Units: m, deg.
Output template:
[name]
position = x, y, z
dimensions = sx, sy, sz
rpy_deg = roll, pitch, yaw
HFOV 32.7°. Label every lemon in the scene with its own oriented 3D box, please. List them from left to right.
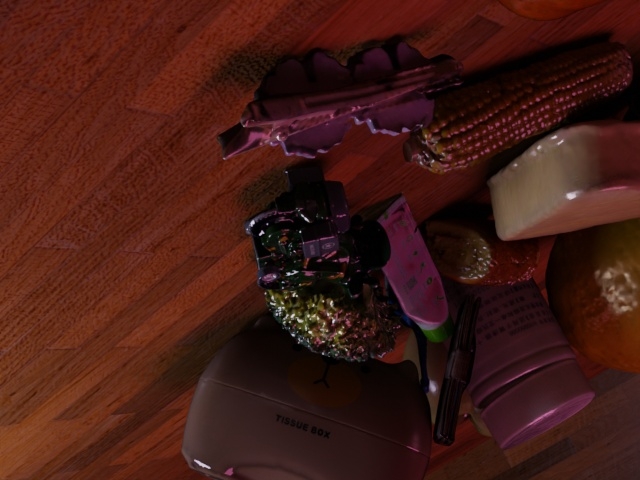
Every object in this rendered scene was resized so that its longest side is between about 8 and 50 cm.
[lemon]
position = 0.544, 0.064, 1.868
dimensions = 0.364, 0.364, 0.364
rpy_deg = -22, 158, -9

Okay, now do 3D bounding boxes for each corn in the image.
[corn]
position = 0.246, -0.166, 1.342
dimensions = 0.320, 0.097, 0.097
rpy_deg = -22, 159, -15

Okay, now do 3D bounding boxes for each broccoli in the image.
[broccoli]
position = 0.028, 0.072, 1.630
dimensions = 0.220, 0.194, 0.194
rpy_deg = 4, 152, -9

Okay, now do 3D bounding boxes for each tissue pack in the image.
[tissue pack]
position = -0.010, 0.300, 1.772
dimensions = 0.387, 0.276, 0.267
rpy_deg = 18, 162, 9

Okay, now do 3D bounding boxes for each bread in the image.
[bread]
position = 0.254, 0.019, 1.714
dimensions = 0.172, 0.132, 0.103
rpy_deg = 3, 102, -52

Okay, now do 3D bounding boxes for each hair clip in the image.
[hair clip]
position = 0.024, -0.148, 1.121
dimensions = 0.292, 0.106, 0.084
rpy_deg = -18, 170, -28

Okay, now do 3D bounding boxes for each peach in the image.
[peach]
position = 0.303, 0.225, 2.063
dimensions = 0.292, 0.292, 0.247
rpy_deg = -31, 149, 13

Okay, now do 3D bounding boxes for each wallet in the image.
[wallet]
position = 0.215, 0.204, 1.708
dimensions = 0.042, 0.230, 0.124
rpy_deg = 14, 167, 4

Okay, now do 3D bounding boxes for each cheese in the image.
[cheese]
position = 0.390, -0.086, 1.466
dimensions = 0.384, 0.104, 0.384
rpy_deg = -9, 172, -1

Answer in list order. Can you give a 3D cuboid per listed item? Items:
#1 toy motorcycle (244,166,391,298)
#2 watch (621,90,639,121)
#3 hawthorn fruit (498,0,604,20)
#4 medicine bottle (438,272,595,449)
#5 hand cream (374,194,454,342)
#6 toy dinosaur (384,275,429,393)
[toy motorcycle]
position = 0.000, 0.000, 1.422
dimensions = 0.187, 0.124, 0.274
rpy_deg = -14, 158, -3
[watch]
position = 0.537, -0.197, 1.625
dimensions = 0.206, 0.068, 0.193
rpy_deg = -18, 155, -27
[hawthorn fruit]
position = 0.203, -0.280, 0.925
dimensions = 0.189, 0.189, 0.189
rpy_deg = -22, 158, -9
[medicine bottle]
position = 0.311, 0.169, 1.856
dimensions = 0.190, 0.332, 0.190
rpy_deg = -22, 158, -9
[hand cream]
position = 0.137, 0.053, 1.627
dimensions = 0.050, 0.079, 0.275
rpy_deg = -1, 138, 30
[toy dinosaur]
position = 0.140, 0.083, 1.753
dimensions = 0.076, 0.144, 0.329
rpy_deg = -7, 125, 11
